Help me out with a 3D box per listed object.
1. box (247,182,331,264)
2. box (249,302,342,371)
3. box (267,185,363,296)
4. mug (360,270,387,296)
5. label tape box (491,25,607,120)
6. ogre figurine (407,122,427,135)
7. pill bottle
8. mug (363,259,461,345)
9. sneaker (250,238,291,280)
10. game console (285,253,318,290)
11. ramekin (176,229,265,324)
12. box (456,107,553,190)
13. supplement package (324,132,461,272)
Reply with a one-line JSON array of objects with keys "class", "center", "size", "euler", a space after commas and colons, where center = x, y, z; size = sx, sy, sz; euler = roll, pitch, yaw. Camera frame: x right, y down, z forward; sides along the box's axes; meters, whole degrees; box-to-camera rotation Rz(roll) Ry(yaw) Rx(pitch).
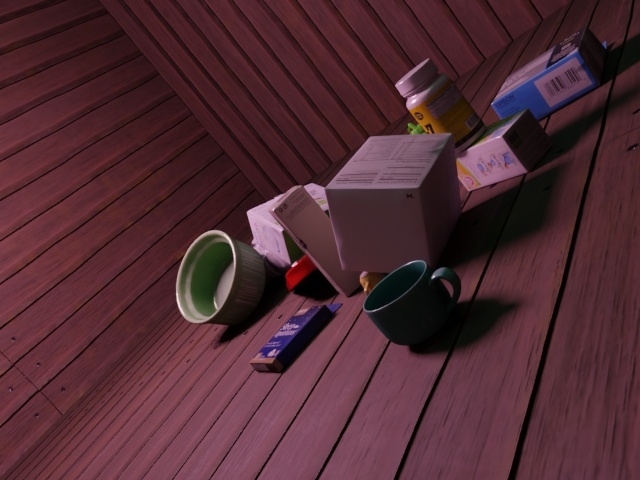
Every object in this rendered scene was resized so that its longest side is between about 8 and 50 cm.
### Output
[{"class": "box", "center": [-0.058, -0.063, 1.958], "size": [0.262, 0.126, 0.231], "euler": [-27, 29, -26]}, {"class": "box", "center": [-0.058, 0.215, 1.455], "size": [0.225, 0.036, 0.136], "euler": [-44, 12, -28]}, {"class": "box", "center": [0.000, 0.000, 1.490], "size": [0.094, 0.275, 0.113], "euler": [-41, 9, -6]}, {"class": "mug", "center": [0.116, 0.091, 1.298], "size": [0.062, 0.064, 0.078], "euler": [-39, 11, 0]}, {"class": "label tape box", "center": [0.624, -0.450, 1.683], "size": [0.249, 0.115, 0.347], "euler": [-30, 16, 39]}, {"class": "ogre figurine", "center": [0.346, -0.356, 2.190], "size": [0.197, 0.096, 0.118], "euler": [-31, -29, 0]}, {"class": "pill bottle", "center": [0.275, -0.307, 1.442], "size": [0.119, 0.208, 0.119], "euler": [-38, 11, 9]}, {"class": "mug", "center": [0.154, 0.109, 1.009], "size": [0.129, 0.097, 0.158], "euler": [-42, 12, -15]}, {"class": "sneaker", "center": [-0.189, 0.103, 2.115], "size": [0.210, 0.137, 0.366], "euler": [-53, 23, -10]}, {"class": "game console", "center": [0.058, 0.005, 1.743], "size": [0.387, 0.060, 0.342], "euler": [-40, -6, -8]}, {"class": "ramekin", "center": [-0.316, 0.130, 2.011], "size": [0.304, 0.148, 0.303], "euler": [-17, 63, 39]}, {"class": "box", "center": [0.404, -0.203, 1.428], "size": [0.114, 0.103, 0.203], "euler": [-45, 12, -25]}, {"class": "supplement package", "center": [0.163, -0.083, 1.311], "size": [0.198, 0.199, 0.262], "euler": [2, 32, 27]}]
